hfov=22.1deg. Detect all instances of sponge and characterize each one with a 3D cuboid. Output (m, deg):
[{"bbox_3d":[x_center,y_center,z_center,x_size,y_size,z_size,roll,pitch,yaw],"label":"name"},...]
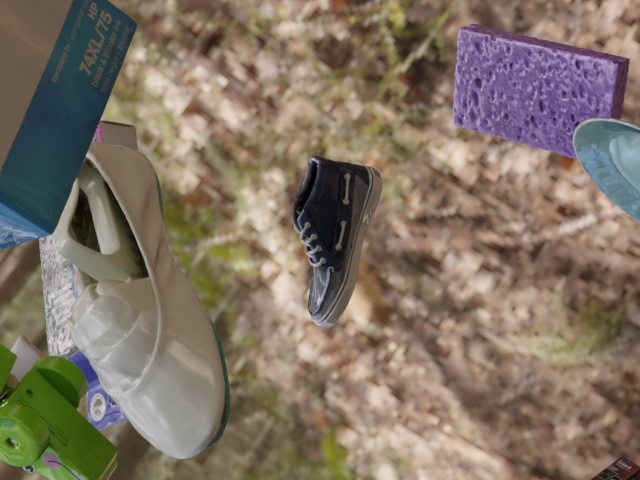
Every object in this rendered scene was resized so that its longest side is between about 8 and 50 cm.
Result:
[{"bbox_3d":[0.238,-0.162,1.798,0.210,0.031,0.117,19,117,37],"label":"sponge"}]

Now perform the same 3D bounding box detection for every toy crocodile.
[{"bbox_3d":[-0.349,0.145,1.682,0.340,0.115,0.105,42,127,-14],"label":"toy crocodile"}]

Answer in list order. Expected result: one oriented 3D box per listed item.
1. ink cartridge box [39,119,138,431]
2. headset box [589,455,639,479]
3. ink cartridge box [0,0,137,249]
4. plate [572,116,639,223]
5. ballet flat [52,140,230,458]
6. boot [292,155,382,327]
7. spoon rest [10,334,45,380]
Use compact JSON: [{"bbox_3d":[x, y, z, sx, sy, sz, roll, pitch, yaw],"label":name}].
[{"bbox_3d":[-0.287,0.048,2.099,0.069,0.371,0.175,5,157,-40],"label":"ink cartridge box"},{"bbox_3d":[0.273,0.246,1.519,0.032,0.083,0.062,32,150,59],"label":"headset box"},{"bbox_3d":[-0.320,-0.136,1.211,0.270,0.197,0.198,36,148,-32],"label":"ink cartridge box"},{"bbox_3d":[0.321,-0.058,1.537,0.188,0.024,0.188,34,164,11],"label":"plate"},{"bbox_3d":[-0.203,0.047,1.629,0.139,0.139,0.400,65,-177,-49],"label":"ballet flat"},{"bbox_3d":[0.000,0.000,1.835,0.086,0.190,0.069,13,-175,-28],"label":"boot"},{"bbox_3d":[-0.425,0.179,1.902,0.137,0.084,0.276,43,-157,15],"label":"spoon rest"}]
